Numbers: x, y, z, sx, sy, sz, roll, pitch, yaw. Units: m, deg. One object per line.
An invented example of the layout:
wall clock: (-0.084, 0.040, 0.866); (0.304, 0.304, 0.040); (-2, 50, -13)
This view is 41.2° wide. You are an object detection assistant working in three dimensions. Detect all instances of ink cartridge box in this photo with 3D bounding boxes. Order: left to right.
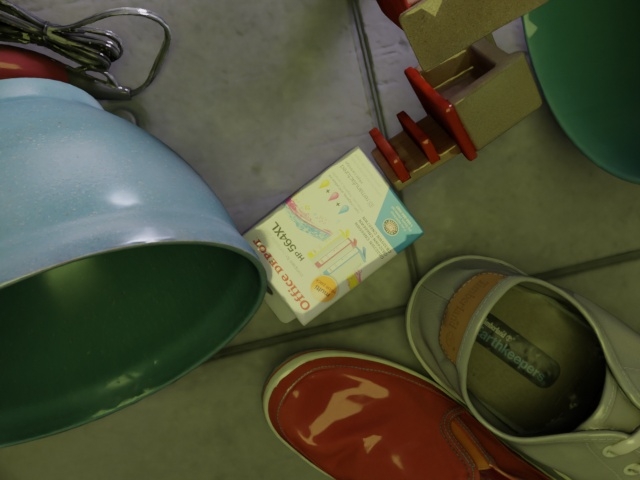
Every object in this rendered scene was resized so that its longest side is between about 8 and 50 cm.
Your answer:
ink cartridge box: (0.000, 0.000, 0.718); (0.143, 0.090, 0.092); (-38, 94, 1)

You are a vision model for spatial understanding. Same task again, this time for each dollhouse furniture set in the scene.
dollhouse furniture set: (0.054, -0.179, 0.633); (0.135, 0.262, 0.259); (-30, 121, 3)

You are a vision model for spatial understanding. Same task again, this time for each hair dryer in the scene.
hair dryer: (-0.291, -0.145, 0.689); (0.293, 0.080, 0.224); (-34, 115, 13)

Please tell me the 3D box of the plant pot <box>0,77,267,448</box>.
plant pot: (-0.213, 0.005, 0.640); (0.293, 0.293, 0.196); (-28, 68, 1)

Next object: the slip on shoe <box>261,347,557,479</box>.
slip on shoe: (0.099, 0.200, 0.731); (0.331, 0.101, 0.123); (33, 95, -2)

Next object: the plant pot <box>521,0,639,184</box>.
plant pot: (0.323, -0.203, 0.622); (0.235, 0.293, 0.293); (-11, 95, -15)

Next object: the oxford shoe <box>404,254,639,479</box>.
oxford shoe: (0.273, 0.160, 0.719); (0.449, 0.130, 0.169); (31, 89, -6)
